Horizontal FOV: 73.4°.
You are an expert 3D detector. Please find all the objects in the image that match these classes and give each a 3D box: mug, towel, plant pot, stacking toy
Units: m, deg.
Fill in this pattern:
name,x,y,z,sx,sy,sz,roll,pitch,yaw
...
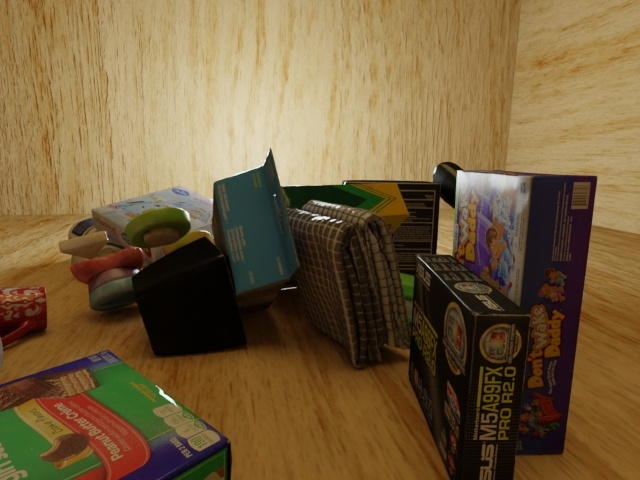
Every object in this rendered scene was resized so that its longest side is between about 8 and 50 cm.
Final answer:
name,x,y,z,sx,sy,sz,roll,pitch,yaw
mug,-0.640,0.160,0.846,0.169,0.150,0.113,-3,-26,-38
towel,0.033,0.076,0.812,0.121,0.284,0.235,-23,20,-27
plant pot,-0.265,0.119,0.844,0.167,0.187,0.188,-19,19,-22
stacking toy,-0.381,0.064,0.946,0.309,0.130,0.279,-20,-17,-13

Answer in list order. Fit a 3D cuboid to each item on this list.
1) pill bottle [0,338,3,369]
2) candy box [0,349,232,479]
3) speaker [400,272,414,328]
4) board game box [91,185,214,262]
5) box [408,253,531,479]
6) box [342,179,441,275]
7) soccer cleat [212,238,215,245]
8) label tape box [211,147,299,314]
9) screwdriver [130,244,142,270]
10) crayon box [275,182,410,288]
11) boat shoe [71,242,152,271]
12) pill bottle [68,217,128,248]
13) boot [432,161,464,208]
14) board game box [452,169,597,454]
name,x,y,z,sx,sy,sz,roll,pitch,yaw
pill bottle,-0.624,0.153,0.600,0.323,0.181,0.181,6,12,25
candy box,-0.283,0.233,0.368,0.268,0.122,0.317,11,16,40
speaker,0.186,0.132,0.909,0.296,0.131,0.131,10,15,41
board game box,-0.461,-0.063,1.315,0.318,0.066,0.318,24,32,31
box,0.177,0.151,0.572,0.060,0.216,0.270,0,12,-1
box,0.216,-0.047,1.388,0.296,0.294,0.183,1,11,0
soccer cleat,-0.243,0.079,1.100,0.095,0.083,0.248,-23,49,-29
label tape box,-0.152,0.001,0.887,0.106,0.241,0.334,-9,-18,-19
screwdriver,-0.467,0.077,1.125,0.024,0.170,0.025,-9,-27,-46
crayon box,0.000,0.000,1.103,0.313,0.106,0.363,-6,-27,-27
boat shoe,-0.589,0.070,1.210,0.302,0.113,0.103,5,6,16
pill bottle,-0.737,0.005,1.426,0.153,0.153,0.264,-9,15,-41
boot,0.459,-0.098,1.211,0.146,0.367,0.445,-31,45,11
board game box,0.264,0.077,0.617,0.078,0.347,0.233,0,11,-2
